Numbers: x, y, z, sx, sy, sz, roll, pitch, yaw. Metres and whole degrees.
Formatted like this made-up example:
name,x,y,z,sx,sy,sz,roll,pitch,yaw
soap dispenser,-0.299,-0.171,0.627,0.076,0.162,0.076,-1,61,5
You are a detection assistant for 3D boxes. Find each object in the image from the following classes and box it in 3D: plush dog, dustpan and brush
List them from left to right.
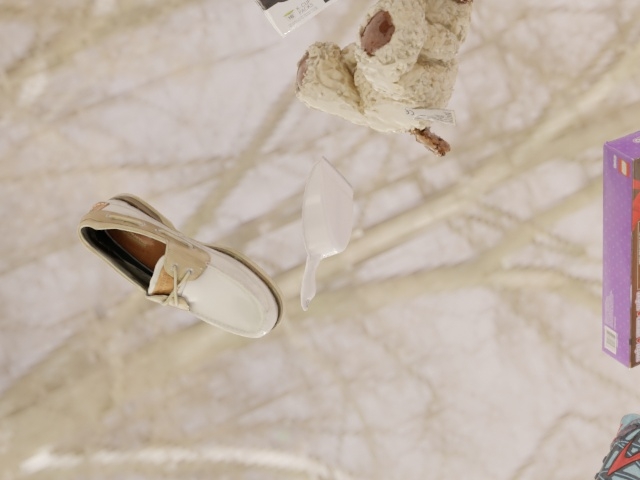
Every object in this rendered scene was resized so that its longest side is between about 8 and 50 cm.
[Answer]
name,x,y,z,sx,sy,sz,roll,pitch,yaw
dustpan and brush,0.000,0.000,2.755,0.147,0.060,0.211,43,43,-61
plush dog,0.123,-0.251,2.408,0.210,0.225,0.262,34,-26,-17

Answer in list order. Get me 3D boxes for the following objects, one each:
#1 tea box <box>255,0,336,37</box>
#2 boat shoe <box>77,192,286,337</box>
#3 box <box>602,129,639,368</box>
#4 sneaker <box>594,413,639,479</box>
name,x,y,z,sx,sy,sz,roll,pitch,yaw
tea box,-0.032,-0.560,2.962,0.220,0.329,0.323,58,4,39
boat shoe,-0.192,0.046,2.503,0.302,0.103,0.113,28,-64,17
box,0.431,-0.011,2.242,0.057,0.201,0.293,37,-40,48
sneaker,0.305,0.229,1.766,0.125,0.261,0.104,53,-22,36
